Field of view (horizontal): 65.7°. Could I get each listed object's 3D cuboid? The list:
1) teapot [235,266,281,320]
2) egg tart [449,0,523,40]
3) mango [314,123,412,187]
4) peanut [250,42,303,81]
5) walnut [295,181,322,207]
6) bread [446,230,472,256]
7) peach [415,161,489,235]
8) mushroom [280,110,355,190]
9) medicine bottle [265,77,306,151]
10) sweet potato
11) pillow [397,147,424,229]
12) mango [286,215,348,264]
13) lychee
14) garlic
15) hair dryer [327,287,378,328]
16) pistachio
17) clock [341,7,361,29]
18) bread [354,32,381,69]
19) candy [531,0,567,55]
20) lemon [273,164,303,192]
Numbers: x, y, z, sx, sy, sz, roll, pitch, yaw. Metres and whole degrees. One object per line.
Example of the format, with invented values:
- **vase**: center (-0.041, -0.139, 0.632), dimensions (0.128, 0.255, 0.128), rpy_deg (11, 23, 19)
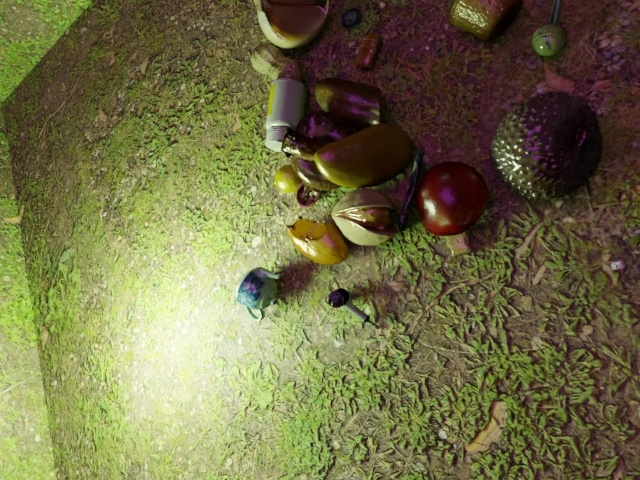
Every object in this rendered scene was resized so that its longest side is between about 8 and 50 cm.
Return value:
- **teapot**: center (-0.221, 0.196, 1.839), dimensions (0.159, 0.159, 0.232), rpy_deg (38, 120, 31)
- **egg tart**: center (0.520, -0.736, 1.553), dimensions (0.171, 0.215, 0.215), rpy_deg (45, 105, 14)
- **mango**: center (0.154, -0.269, 1.645), dimensions (0.332, 0.142, 0.195), rpy_deg (-23, 110, -7)
- **peanut**: center (-0.173, -0.710, 2.002), dimensions (0.120, 0.136, 0.298), rpy_deg (-34, 57, -24)
- **walnut**: center (-0.040, -0.175, 1.852), dimensions (0.091, 0.052, 0.121), rpy_deg (34, 95, 13)
- **bread**: center (0.433, 0.005, 1.539), dimensions (0.070, 0.035, 0.083), rpy_deg (-19, 77, 28)
- **peach**: center (0.384, -0.120, 1.483), dimensions (0.200, 0.243, 0.243), rpy_deg (22, 93, -10)
- **mushroom**: center (-0.003, -0.320, 1.747), dimensions (0.263, 0.283, 0.195), rpy_deg (-67, 24, 9)
- **medicine bottle**: center (-0.137, -0.483, 1.925), dimensions (0.143, 0.143, 0.258), rpy_deg (1, 81, 32)
- **sweet potato**: center (0.094, -0.499, 1.785), dimensions (0.370, 0.158, 0.157), rpy_deg (27, 95, 30)
- **pillow**: center (0.288, -0.153, 1.577), dimensions (0.034, 0.189, 0.255), rpy_deg (16, 86, 7)
- **mango**: center (0.000, 0.000, 1.748), dimensions (0.252, 0.126, 0.153), rpy_deg (31, 104, 31)
- **lychee**: center (0.612, -0.252, 1.352), dimensions (0.300, 0.300, 0.300), rpy_deg (-7, 76, 30)
- **garlic**: center (-0.113, -0.920, 1.959), dimensions (0.249, 0.313, 0.286), rpy_deg (101, 147, -50)
- **hair dryer**: center (0.117, 0.236, 1.667), dimensions (0.198, 0.100, 0.057), rpy_deg (38, 102, 12)
- **pistachio**: center (0.141, -0.078, 1.616), dimensions (0.299, 0.188, 0.187), rpy_deg (-165, 92, -72)
- **clock**: center (0.120, -0.857, 1.919), dimensions (0.085, 0.017, 0.085), rpy_deg (-7, 77, 30)
- **bread**: center (0.176, -0.696, 1.830), dimensions (0.074, 0.053, 0.132), rpy_deg (21, 93, 33)
- **candy**: center (0.715, -0.712, 1.501), dimensions (0.093, 0.092, 0.335), rpy_deg (-8, 63, 68)
- **lemon**: center (-0.117, -0.234, 1.882), dimensions (0.133, 0.109, 0.109), rpy_deg (-12, 73, 14)
